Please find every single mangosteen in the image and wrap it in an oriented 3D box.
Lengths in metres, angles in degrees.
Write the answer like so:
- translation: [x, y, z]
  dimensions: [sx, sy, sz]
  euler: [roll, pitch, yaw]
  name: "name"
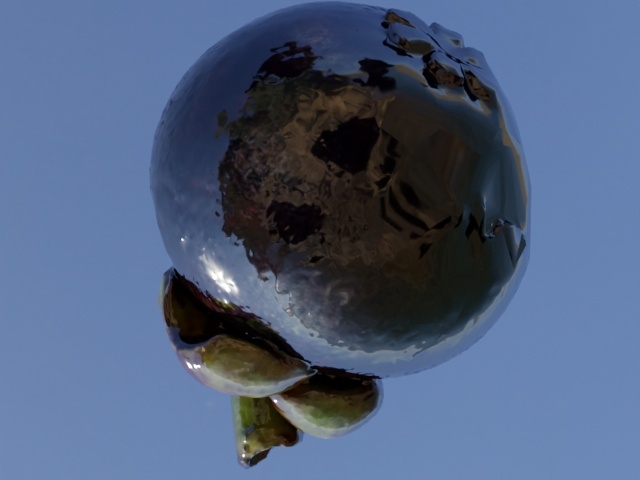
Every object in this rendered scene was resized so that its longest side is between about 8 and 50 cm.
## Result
- translation: [0.000, 0.000, 0.687]
  dimensions: [0.194, 0.194, 0.230]
  euler: [10, -63, -39]
  name: "mangosteen"
